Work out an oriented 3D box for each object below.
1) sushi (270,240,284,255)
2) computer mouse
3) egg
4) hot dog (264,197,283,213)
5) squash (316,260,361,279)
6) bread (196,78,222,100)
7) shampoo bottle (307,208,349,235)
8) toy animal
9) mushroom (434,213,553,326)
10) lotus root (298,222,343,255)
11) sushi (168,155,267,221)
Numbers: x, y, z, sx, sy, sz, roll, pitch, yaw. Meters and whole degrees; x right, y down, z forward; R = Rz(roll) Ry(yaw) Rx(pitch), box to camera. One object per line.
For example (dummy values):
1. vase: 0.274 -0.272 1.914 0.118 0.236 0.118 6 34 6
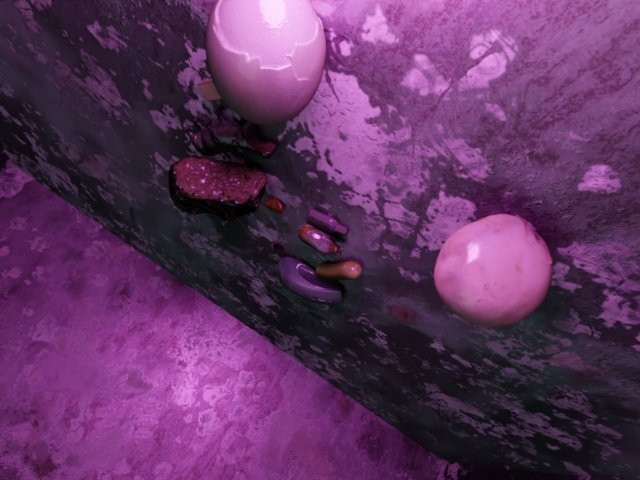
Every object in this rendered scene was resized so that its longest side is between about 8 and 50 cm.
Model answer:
1. sushi: -0.201 0.034 2.119 0.046 0.044 0.083 35 159 50
2. computer mouse: -0.052 0.213 2.154 0.370 0.122 0.188 27 152 6
3. egg: -0.123 -0.439 1.036 0.278 0.278 0.336 28 157 12
4. hot dog: -0.182 -0.138 1.824 0.083 0.035 0.058 27 151 13
5. squash: 0.081 0.127 1.920 0.083 0.083 0.250 48 152 -24
6. bread: -0.331 -0.483 1.455 0.153 0.028 0.068 7 142 41
7. shampoo bottle: 0.028 -0.063 1.715 0.165 0.040 0.080 26 151 17
8. toy animal: -0.318 -0.357 1.561 0.343 0.106 0.168 11 144 31
9. mushroom: 0.451 0.086 1.270 0.314 0.314 0.336 35 175 -1
10. lotus root: 0.000 0.000 1.775 0.192 0.088 0.113 33 -168 4
11. sushi: -0.377 -0.196 1.673 0.349 0.211 0.171 7 158 -15
